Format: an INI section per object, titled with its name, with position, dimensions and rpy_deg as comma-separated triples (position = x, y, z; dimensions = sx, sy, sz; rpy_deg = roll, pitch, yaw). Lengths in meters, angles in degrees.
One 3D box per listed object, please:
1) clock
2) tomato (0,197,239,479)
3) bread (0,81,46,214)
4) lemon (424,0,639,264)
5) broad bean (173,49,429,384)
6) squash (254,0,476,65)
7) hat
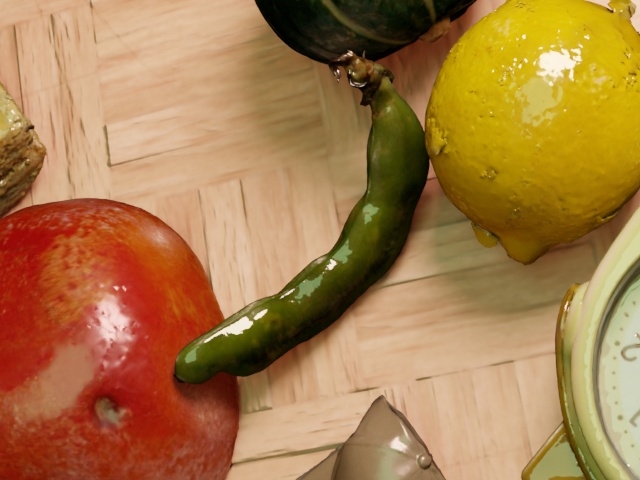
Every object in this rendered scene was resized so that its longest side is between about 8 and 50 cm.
[clock]
position = 0.311, 0.092, 0.905
dimensions = 0.348, 0.117, 0.286
rpy_deg = -47, 70, 5
[tomato]
position = -0.242, 0.108, 1.069
dimensions = 0.339, 0.144, 0.338
rpy_deg = -4, 76, 15
[bread]
position = -0.345, -0.072, 1.159
dimensions = 0.196, 0.102, 0.138
rpy_deg = -40, 72, 3
[lemon]
position = 0.165, -0.084, 0.960
dimensions = 0.174, 0.173, 0.206
rpy_deg = 17, 94, 20
[broad bean]
position = 0.000, 0.000, 1.019
dimensions = 0.292, 0.144, 0.049
rpy_deg = -60, 38, 9
[squash]
position = 0.044, -0.229, 1.007
dimensions = 0.218, 0.218, 0.172
rpy_deg = -41, 79, 6
[hat]
position = 0.021, 0.218, 0.988
dimensions = 0.175, 0.085, 0.147
rpy_deg = -35, 72, 7
